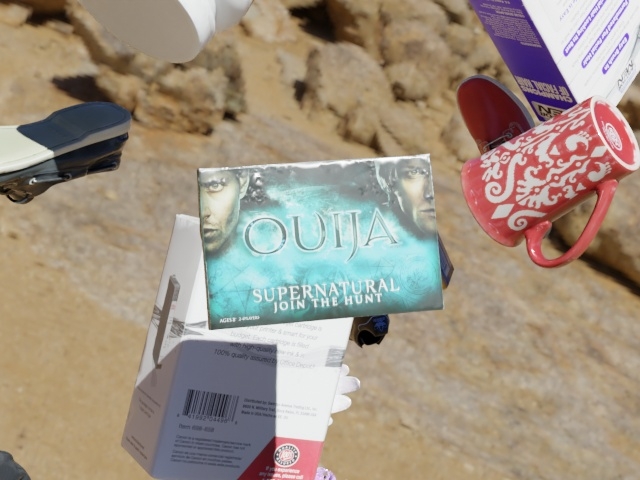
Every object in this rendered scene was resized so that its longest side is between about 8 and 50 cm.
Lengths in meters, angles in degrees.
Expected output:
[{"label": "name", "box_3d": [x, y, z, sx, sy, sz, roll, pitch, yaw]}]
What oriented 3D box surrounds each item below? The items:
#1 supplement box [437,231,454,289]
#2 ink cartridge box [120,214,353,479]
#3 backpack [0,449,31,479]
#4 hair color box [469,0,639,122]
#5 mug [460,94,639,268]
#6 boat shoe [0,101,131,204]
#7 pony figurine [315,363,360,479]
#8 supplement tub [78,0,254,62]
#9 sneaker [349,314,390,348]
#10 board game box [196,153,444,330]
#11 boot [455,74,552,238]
[{"label": "supplement box", "box_3d": [0.108, 0.045, 1.801, 0.188, 0.104, 0.081, -18, 16, 22]}, {"label": "ink cartridge box", "box_3d": [-0.084, 0.122, 1.224, 0.197, 0.273, 0.114, 13, 3, -29]}, {"label": "backpack", "box_3d": [-0.336, 0.254, 0.996, 0.182, 0.152, 0.115, -9, 9, 32]}, {"label": "hair color box", "box_3d": [0.303, -0.312, 1.419, 0.110, 0.185, 0.339, 22, -19, 46]}, {"label": "mug", "box_3d": [0.265, -0.064, 1.223, 0.150, 0.169, 0.113, 54, 35, -6]}, {"label": "boat shoe", "box_3d": [-0.431, -0.110, 1.639, 0.127, 0.113, 0.340, 31, 40, 31]}, {"label": "pony figurine", "box_3d": [-0.085, 0.408, 1.916, 0.350, 0.363, 0.303, -13, 65, -17]}, {"label": "supplement tub", "box_3d": [-0.151, -0.415, 1.413, 0.241, 0.331, 0.241, 28, -22, 12]}, {"label": "sneaker", "box_3d": [0.074, 0.165, 2.105, 0.081, 0.091, 0.232, -11, -17, -14]}, {"label": "board game box", "box_3d": [0.000, 0.000, 0.872, 0.186, 0.126, 0.026, -5, -3, -11]}, {"label": "boot", "box_3d": [0.264, -0.120, 1.591, 0.244, 0.088, 0.176, 57, 25, -5]}]
